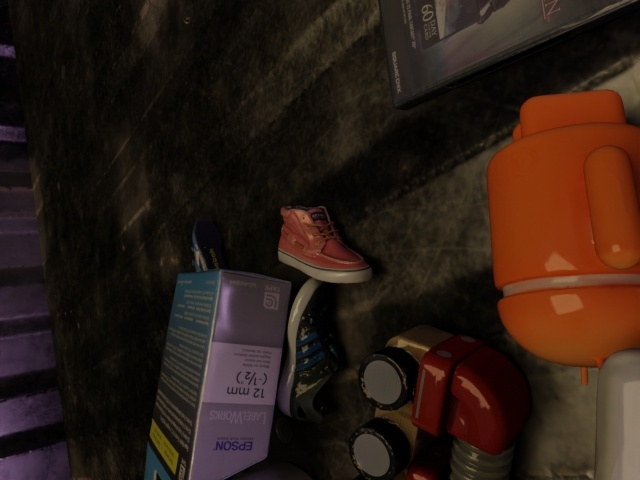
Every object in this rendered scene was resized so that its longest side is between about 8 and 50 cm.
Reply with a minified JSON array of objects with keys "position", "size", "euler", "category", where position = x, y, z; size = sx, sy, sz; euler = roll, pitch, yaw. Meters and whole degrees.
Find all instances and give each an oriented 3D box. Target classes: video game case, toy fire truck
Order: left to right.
[{"position":[0.147,0.220,0.478],"size":[0.246,0.158,0.217],"euler":[15,104,36],"category":"toy fire truck"},{"position":[0.166,-0.267,0.505],"size":[0.274,0.026,0.196],"euler":[-12,83,50],"category":"video game case"}]

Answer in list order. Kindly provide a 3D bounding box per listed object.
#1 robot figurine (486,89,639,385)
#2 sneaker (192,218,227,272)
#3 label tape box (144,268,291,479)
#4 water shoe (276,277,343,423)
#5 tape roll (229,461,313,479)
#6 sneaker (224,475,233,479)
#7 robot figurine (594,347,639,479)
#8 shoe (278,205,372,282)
[{"position":[0.196,-0.001,0.394],"size":[0.158,0.128,0.219],"euler":[-26,60,61],"category":"robot figurine"},{"position":[-0.208,0.031,0.940],"size":[0.059,0.053,0.144],"euler":[-30,69,48],"category":"sneaker"},{"position":[-0.161,0.222,0.760],"size":[0.249,0.115,0.347],"euler":[-9,73,62],"category":"label tape box"},{"position":[-0.002,0.150,0.710],"size":[0.080,0.073,0.203],"euler":[14,102,19],"category":"water shoe"},{"position":[-0.096,0.471,0.746],"size":[0.246,0.169,0.246],"euler":[4,96,50],"category":"tape roll"},{"position":[-0.224,0.379,0.967],"size":[0.234,0.078,0.106],"euler":[40,124,45],"category":"sneaker"},{"position":[0.287,0.119,0.230],"size":[0.300,0.200,0.353],"euler":[-5,79,30],"category":"robot figurine"},{"position":[0.000,0.000,0.684],"size":[0.178,0.063,0.081],"euler":[17,110,52],"category":"shoe"}]
